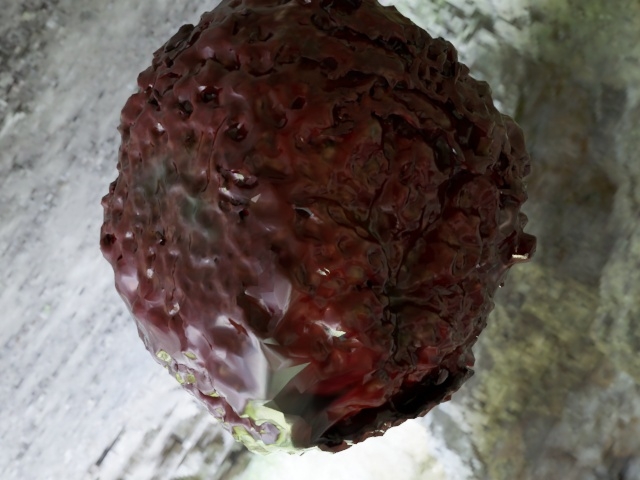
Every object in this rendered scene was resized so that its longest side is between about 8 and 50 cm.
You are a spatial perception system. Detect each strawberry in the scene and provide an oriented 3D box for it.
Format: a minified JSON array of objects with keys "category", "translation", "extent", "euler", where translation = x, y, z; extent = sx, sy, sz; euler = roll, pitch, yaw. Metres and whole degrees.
[{"category":"strawberry","translation":[0.000,0.000,0.581],"extent":[0.274,0.274,0.220],"euler":[-60,-166,18]}]
